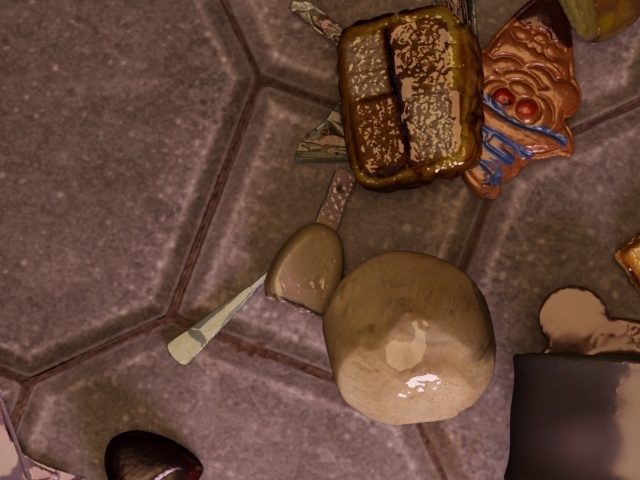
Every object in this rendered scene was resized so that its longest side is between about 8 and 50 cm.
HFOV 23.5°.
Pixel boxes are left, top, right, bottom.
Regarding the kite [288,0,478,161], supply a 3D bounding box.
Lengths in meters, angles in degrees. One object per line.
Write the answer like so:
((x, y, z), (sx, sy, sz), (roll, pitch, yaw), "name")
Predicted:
((0.091, -0.214, 1.975), (0.314, 0.011, 0.335), (42, 87, 3), "kite")

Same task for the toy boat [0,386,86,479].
((-0.403, 0.340, 1.919), (0.219, 0.072, 0.318), (-41, 86, -22), "toy boat")

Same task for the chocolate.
((-0.209, 0.307, 1.921), (0.125, 0.080, 0.148), (-12, 84, 2), "chocolate")

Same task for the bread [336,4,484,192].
((0.113, -0.174, 1.906), (0.182, 0.096, 0.222), (-6, 87, 15), "bread")

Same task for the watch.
((0.384, 0.212, 1.774), (0.335, 0.327, 0.314), (5, 86, 3), "watch")

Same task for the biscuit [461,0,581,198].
((0.252, -0.186, 1.953), (0.183, 0.043, 0.280), (22, 89, -2), "biscuit")

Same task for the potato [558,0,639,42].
((0.350, -0.395, 1.909), (0.176, 0.141, 0.298), (1, 85, -8), "potato")

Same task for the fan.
((-0.115, 0.088, 1.964), (0.193, 0.016, 0.038), (-40, 88, 1), "fan")

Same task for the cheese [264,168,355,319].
((0.000, 0.000, 1.949), (0.097, 0.037, 0.192), (24, 80, -13), "cheese")

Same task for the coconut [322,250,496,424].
((0.108, 0.114, 1.869), (0.224, 0.224, 0.224), (0, 86, 3), "coconut")

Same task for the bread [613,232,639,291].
((0.437, 0.006, 1.923), (0.132, 0.053, 0.074), (-37, 87, -2), "bread")
